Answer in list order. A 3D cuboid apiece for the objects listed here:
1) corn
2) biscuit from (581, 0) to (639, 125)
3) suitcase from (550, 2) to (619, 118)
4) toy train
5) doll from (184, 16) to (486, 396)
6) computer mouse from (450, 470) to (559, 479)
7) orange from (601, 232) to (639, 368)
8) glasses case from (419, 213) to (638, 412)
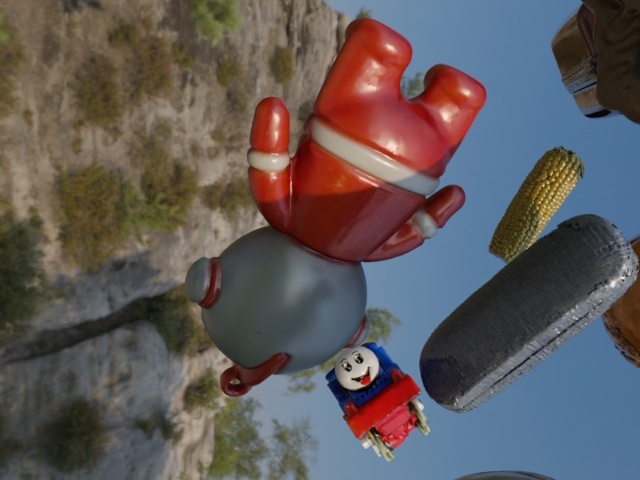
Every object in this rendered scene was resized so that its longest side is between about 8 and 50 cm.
[{"bbox_3d":[0.434,-0.071,1.192,0.260,0.091,0.091,-56,173,1],"label":"corn"},{"bbox_3d":[0.325,-0.268,0.556,0.183,0.047,0.320,19,-82,52],"label":"biscuit"},{"bbox_3d":[0.483,-0.290,0.785,0.161,0.297,0.236,64,11,-1],"label":"suitcase"},{"bbox_3d":[0.062,0.178,0.676,0.131,0.082,0.204,54,-5,26],"label":"toy train"},{"bbox_3d":[0.000,0.000,0.483,0.337,0.199,0.105,-61,-150,18],"label":"doll"},{"bbox_3d":[0.034,0.241,0.309,0.297,0.121,0.184,-50,-166,19],"label":"computer mouse"},{"bbox_3d":[0.532,0.085,0.839,0.246,0.246,0.246,-179,-90,-77],"label":"orange"},{"bbox_3d":[0.220,0.085,0.659,0.282,0.067,0.109,-48,-149,23],"label":"glasses case"}]
